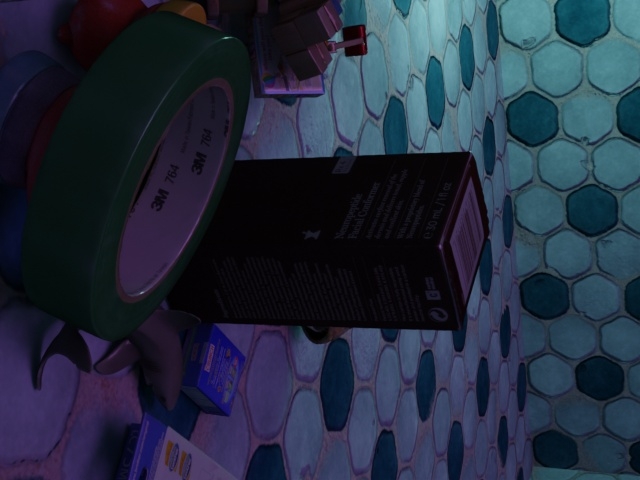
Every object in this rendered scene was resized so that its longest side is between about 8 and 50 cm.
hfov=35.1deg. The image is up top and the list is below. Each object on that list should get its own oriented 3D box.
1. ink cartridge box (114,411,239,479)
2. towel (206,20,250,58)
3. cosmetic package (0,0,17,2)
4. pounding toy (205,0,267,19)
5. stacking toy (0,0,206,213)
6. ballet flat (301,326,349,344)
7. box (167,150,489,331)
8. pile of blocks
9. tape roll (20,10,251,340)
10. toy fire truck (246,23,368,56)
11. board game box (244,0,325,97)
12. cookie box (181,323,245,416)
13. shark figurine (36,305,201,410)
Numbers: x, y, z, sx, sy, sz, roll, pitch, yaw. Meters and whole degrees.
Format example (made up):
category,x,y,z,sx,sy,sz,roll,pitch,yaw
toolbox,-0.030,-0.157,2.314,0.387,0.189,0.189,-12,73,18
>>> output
category,x,y,z,sx,sy,sz,roll,pitch,yaw
ink cartridge box,-0.185,0.345,1.230,0.311,0.065,0.186,59,37,-55
towel,-0.135,-0.233,1.384,0.148,0.027,0.110,16,77,-67
cosmetic package,-0.265,-0.398,0.821,0.156,0.217,0.385,29,63,-66
pounding toy,-0.150,-0.412,1.292,0.154,0.154,0.270,-108,-165,-61
stacking toy,-0.256,-0.107,1.055,0.309,0.130,0.280,-56,167,-49
ballet flat,-0.030,0.035,1.558,0.349,0.123,0.123,67,32,-41
box,0.001,-0.002,1.255,0.191,0.381,0.143,-65,145,-46
pile of blocks,0.003,-0.406,1.393,0.149,0.112,0.362,-1,82,-52
tape roll,-0.172,-0.062,0.998,0.321,0.077,0.321,23,90,-81
toy fire truck,-0.016,-0.291,1.530,0.192,0.135,0.047,-38,125,-63
board game box,-0.052,-0.281,1.438,0.103,0.026,0.154,-5,86,-30
cookie box,-0.146,0.172,1.346,0.107,0.040,0.092,59,38,-53
shark figurine,-0.199,0.097,1.128,0.278,0.116,0.166,35,57,-66
